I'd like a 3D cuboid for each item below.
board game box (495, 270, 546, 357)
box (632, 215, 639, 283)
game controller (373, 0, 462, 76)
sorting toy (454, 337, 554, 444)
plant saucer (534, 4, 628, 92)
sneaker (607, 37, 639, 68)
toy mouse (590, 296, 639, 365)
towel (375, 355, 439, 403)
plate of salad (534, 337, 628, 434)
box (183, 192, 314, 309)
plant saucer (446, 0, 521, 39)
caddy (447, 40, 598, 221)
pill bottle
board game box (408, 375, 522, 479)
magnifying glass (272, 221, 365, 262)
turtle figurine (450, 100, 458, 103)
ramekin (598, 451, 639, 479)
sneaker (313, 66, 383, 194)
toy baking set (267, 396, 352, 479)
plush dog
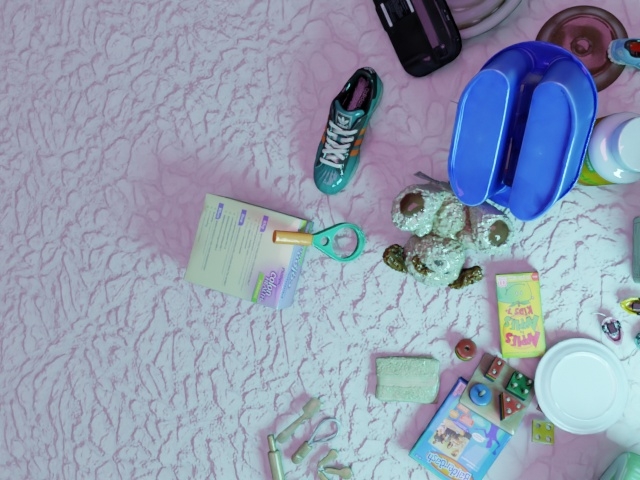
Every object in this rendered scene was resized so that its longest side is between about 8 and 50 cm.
[{"bbox_3d":[0.435,0.161,1.503,0.092,0.043,0.181,-5,88,14],"label":"board game box"},{"bbox_3d":[0.682,0.016,1.304,0.121,0.311,0.148,0,90,14],"label":"box"},{"bbox_3d":[0.192,-0.523,1.518,0.067,0.166,0.319,-27,95,-32],"label":"game controller"},{"bbox_3d":[0.394,0.327,1.477,0.274,0.046,0.132,31,66,11],"label":"sorting toy"},{"bbox_3d":[0.561,-0.412,1.485,0.198,0.036,0.199,0,90,15],"label":"plant saucer"},{"bbox_3d":[0.680,-0.380,1.422,0.162,0.073,0.064,7,93,-7],"label":"sneaker"},{"bbox_3d":[0.651,0.190,1.453,0.160,0.031,0.143,1,89,15],"label":"toy mouse"},{"bbox_3d":[0.196,0.315,1.570,0.148,0.027,0.110,0,88,14],"label":"towel"},{"bbox_3d":[0.549,0.307,1.461,0.199,0.048,0.200,0,81,-1],"label":"plate of salad"},{"bbox_3d":[-0.166,0.023,1.621,0.242,0.117,0.214,16,93,15],"label":"box"},{"bbox_3d":[0.295,-0.638,1.476,0.400,0.100,0.401,17,120,33],"label":"plant saucer"},{"bbox_3d":[0.386,-0.203,1.328,0.241,0.179,0.341,19,123,23],"label":"caddy"},{"bbox_3d":[0.575,-0.178,1.356,0.136,0.245,0.137,0,93,-3],"label":"pill bottle"},{"bbox_3d":[0.318,0.433,1.526,0.160,0.047,0.210,34,96,12],"label":"board game box"},{"bbox_3d":[0.000,0.000,1.549,0.230,0.026,0.092,5,98,-28],"label":"magnifying glass"},{"bbox_3d":[0.400,-0.272,1.487,0.234,0.118,0.175,21,54,12],"label":"turtle figurine"},{"bbox_3d":[0.592,0.560,1.332,0.148,0.303,0.303,32,97,19],"label":"ramekin"},{"bbox_3d":[0.050,-0.252,1.568,0.108,0.121,0.302,21,94,14],"label":"sneaker"},{"bbox_3d":[-0.032,0.505,1.627,0.196,0.030,0.256,-17,85,11],"label":"toy baking set"},{"bbox_3d":[0.258,-0.006,1.498,0.262,0.211,0.226,17,112,-3],"label":"plush dog"}]
